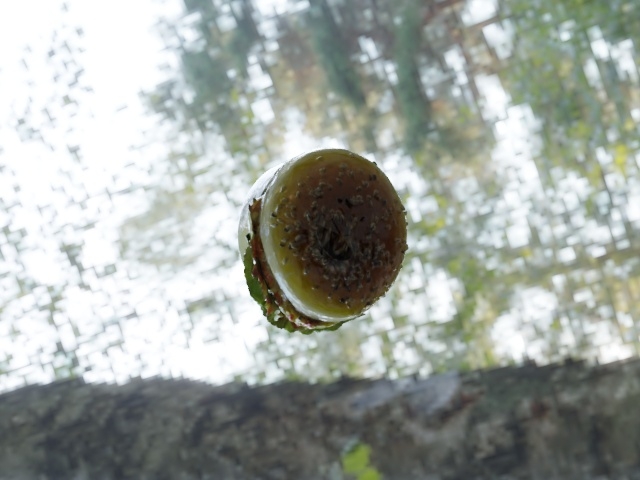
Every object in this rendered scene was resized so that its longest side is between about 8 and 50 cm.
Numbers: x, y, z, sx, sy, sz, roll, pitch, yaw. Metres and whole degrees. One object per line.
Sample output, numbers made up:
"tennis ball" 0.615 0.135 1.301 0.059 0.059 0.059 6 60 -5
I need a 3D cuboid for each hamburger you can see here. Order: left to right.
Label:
"hamburger" 0.000 0.000 1.141 0.141 0.081 0.126 -26 -79 -26
